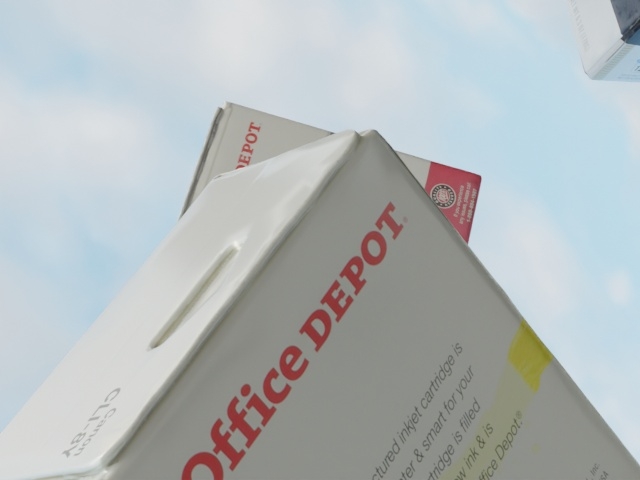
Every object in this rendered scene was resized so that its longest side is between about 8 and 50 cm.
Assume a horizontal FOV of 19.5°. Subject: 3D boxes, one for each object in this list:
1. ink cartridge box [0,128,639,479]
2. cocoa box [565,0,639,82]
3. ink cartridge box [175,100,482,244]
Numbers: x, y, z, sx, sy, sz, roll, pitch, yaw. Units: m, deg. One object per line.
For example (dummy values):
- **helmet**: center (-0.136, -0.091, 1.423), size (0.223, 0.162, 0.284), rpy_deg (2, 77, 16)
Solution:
- **ink cartridge box**: center (0.026, 0.170, 1.070), size (0.385, 0.160, 0.279), rpy_deg (52, -127, -20)
- **cocoa box**: center (0.391, -0.276, 1.541), size (0.347, 0.228, 0.231), rpy_deg (1, -116, -25)
- **ink cartridge box**: center (0.000, 0.000, 1.447), size (0.217, 0.092, 0.159), rpy_deg (18, -130, -2)
